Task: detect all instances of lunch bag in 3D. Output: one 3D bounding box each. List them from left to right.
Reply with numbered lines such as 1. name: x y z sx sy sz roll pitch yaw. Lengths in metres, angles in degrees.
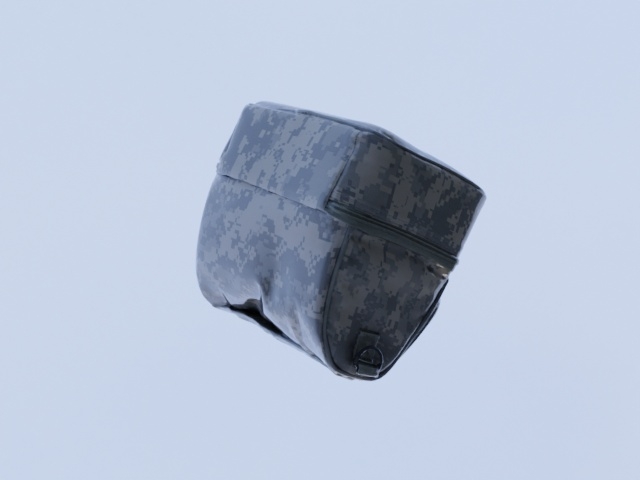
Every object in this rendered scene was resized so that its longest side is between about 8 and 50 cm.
1. lunch bag: 0.000 0.000 1.117 0.212 0.305 0.256 25 -91 -40
